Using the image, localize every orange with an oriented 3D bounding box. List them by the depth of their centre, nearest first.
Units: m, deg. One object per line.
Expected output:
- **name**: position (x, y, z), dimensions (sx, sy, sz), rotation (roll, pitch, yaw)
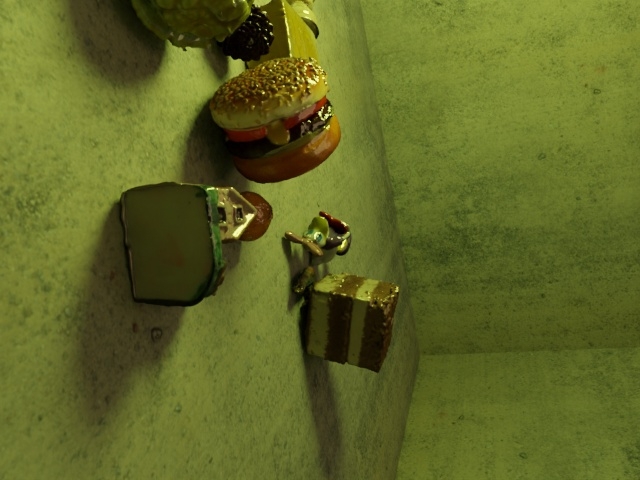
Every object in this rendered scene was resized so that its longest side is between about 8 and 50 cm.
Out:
- **orange**: position (-0.187, -0.065, 1.477), dimensions (0.135, 0.117, 0.136), rotation (-12, 90, -67)

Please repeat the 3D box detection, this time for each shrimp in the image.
- **shrimp**: position (-0.050, 0.172, 1.909), dimensions (0.251, 0.052, 0.144), rotation (-22, 109, -71)

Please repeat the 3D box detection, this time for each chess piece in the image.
- **chess piece**: position (-0.081, -0.853, 2.046), dimensions (0.143, 0.142, 0.261), rotation (53, 29, -56)

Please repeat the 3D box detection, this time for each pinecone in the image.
- **pinecone**: position (-0.213, -0.585, 1.523), dimensions (0.163, 0.162, 0.165), rotation (57, 14, -53)

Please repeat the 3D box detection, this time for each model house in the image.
- **model house**: position (-0.247, 0.000, 1.140), dimensions (0.237, 0.202, 0.237), rotation (-15, 99, -70)

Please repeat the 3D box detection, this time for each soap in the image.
- **soap**: position (-0.115, -0.589, 1.811), dimensions (0.335, 0.156, 0.294), rotation (8, 72, -72)

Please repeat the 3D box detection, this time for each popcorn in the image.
- **popcorn**: position (-0.266, -0.549, 1.181), dimensions (0.282, 0.282, 0.247), rotation (42, 32, -63)

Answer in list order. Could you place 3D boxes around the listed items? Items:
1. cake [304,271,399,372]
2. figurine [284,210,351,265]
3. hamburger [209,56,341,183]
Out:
- **cake**: position (0.111, 0.276, 1.941), dimensions (0.255, 0.290, 0.282), rotation (-31, 128, -71)
- **figurine**: position (0.003, -0.003, 1.992), dimensions (0.193, 0.154, 0.421), rotation (-59, 166, -2)
- **hamburger**: position (-0.118, -0.327, 1.453), dimensions (0.330, 0.329, 0.250), rotation (-75, 151, -47)
